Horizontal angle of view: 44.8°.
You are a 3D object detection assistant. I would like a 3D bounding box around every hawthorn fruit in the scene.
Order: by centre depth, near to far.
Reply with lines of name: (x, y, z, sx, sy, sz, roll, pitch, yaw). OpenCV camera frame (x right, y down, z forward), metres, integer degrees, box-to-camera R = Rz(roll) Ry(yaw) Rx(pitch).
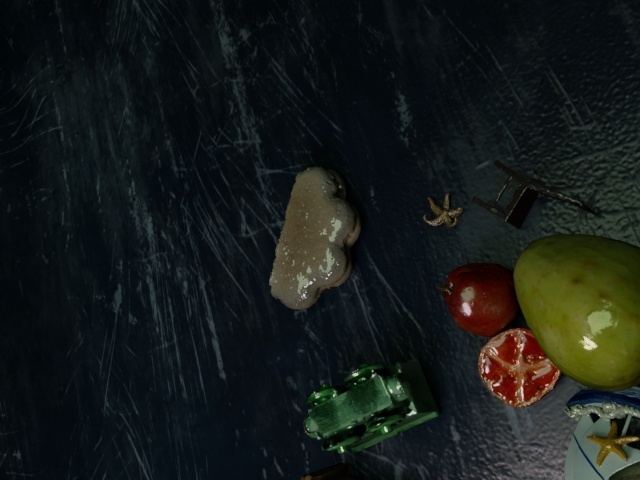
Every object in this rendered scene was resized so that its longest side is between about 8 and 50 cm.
hawthorn fruit: (0.305, 0.112, 1.522, 0.148, 0.172, 0.148, -168, 90, -70)

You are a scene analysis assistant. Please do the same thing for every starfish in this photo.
starfish: (0.261, -0.061, 1.661, 0.078, 0.028, 0.091, -52, 56, 12)

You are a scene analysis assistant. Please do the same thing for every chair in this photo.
chair: (0.416, -0.064, 1.518, 0.212, 0.084, 0.101, 35, 101, 33)

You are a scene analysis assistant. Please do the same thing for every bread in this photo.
bread: (0.001, 0.000, 1.796, 0.183, 0.102, 0.337, 12, 89, 32)

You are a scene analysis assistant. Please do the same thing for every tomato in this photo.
tomato: (0.381, 0.237, 1.500, 0.155, 0.069, 0.156, 1, 96, 13)

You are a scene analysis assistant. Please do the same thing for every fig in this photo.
fig: (0.475, 0.104, 1.356, 0.258, 0.258, 0.326, -57, 40, 15)

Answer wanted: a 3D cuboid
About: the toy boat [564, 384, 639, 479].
toy boat: (0.492, 0.374, 1.351, 0.220, 0.067, 0.291, -3, 55, 56)

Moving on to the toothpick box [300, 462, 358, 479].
toothpick box: (0.119, 0.602, 1.587, 0.308, 0.187, 0.190, 10, 88, 32)

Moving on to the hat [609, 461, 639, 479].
hat: (0.543, 0.474, 1.276, 0.251, 0.110, 0.252, -3, 68, 8)

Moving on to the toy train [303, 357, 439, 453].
toy train: (0.095, 0.348, 1.616, 0.266, 0.202, 0.145, -31, 66, 28)
